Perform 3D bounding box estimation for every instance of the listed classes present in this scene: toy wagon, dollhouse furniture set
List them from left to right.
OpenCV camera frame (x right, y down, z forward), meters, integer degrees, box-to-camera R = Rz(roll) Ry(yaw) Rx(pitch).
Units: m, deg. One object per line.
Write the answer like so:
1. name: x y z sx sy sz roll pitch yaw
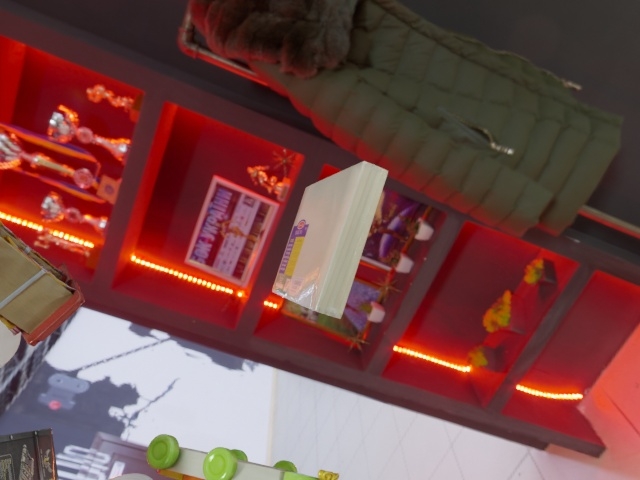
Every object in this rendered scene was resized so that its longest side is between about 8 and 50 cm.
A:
1. dollhouse furniture set: -0.587 0.132 0.782 0.374 0.201 0.152 -44 42 -16
2. toy wagon: -0.136 0.420 0.932 0.267 0.344 0.068 50 -132 -55

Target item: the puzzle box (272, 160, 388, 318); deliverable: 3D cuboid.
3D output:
1. puzzle box: 0.000 0.000 1.057 0.409 0.052 0.272 179 110 -75

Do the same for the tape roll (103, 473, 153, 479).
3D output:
1. tape roll: -0.519 0.743 1.305 0.246 0.246 0.169 -115 14 -75

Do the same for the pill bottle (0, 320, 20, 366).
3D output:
1. pill bottle: -0.746 0.156 1.059 0.283 0.160 0.161 23 94 35

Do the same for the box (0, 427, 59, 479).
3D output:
1. box: -0.409 0.374 0.674 0.183 0.056 0.231 86 167 -75
